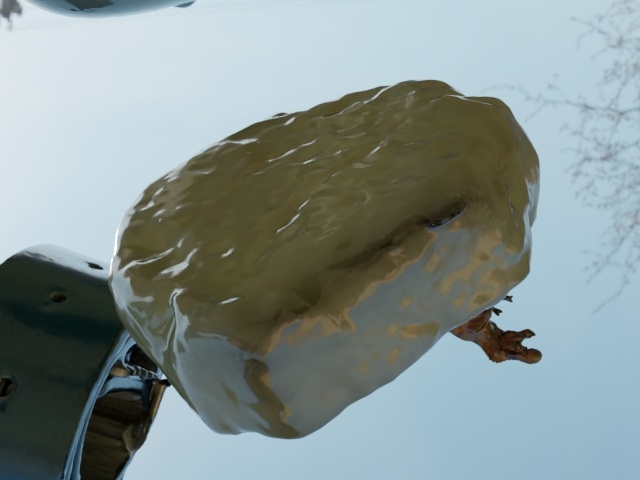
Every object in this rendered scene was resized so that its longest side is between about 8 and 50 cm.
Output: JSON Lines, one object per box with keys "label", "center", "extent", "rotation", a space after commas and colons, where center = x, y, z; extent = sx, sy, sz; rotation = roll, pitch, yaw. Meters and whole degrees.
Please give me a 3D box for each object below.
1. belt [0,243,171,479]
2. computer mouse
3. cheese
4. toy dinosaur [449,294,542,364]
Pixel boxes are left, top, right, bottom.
{"label": "belt", "center": [-0.274, 0.166, 0.974], "extent": [0.173, 0.300, 0.436], "rotation": [19, 174, 4]}
{"label": "computer mouse", "center": [-0.178, -0.229, 0.799], "extent": [0.231, 0.079, 0.128], "rotation": [3, -170, -29]}
{"label": "cheese", "center": [0.000, 0.000, 0.663], "extent": [0.318, 0.115, 0.326], "rotation": [-12, -147, 18]}
{"label": "toy dinosaur", "center": [0.195, 0.068, 1.549], "extent": [0.432, 0.097, 0.208], "rotation": [24, -117, -12]}
